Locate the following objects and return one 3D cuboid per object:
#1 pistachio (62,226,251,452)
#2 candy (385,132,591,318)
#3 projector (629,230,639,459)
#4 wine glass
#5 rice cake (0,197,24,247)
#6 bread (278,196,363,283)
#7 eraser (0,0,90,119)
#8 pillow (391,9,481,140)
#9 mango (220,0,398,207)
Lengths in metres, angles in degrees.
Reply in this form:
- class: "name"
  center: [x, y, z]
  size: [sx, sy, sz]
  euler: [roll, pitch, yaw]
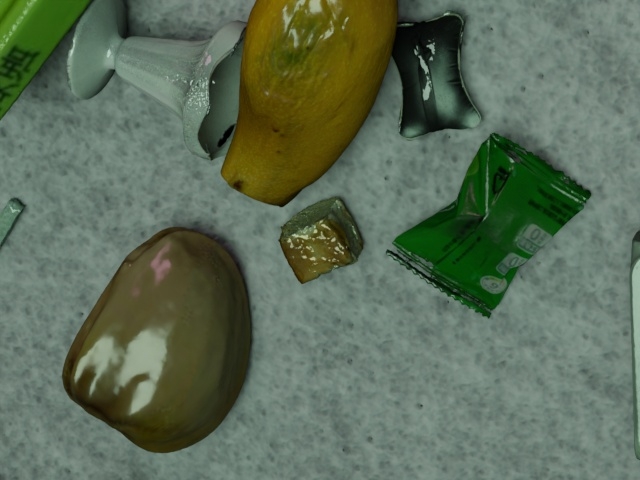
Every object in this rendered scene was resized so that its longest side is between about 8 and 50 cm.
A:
- class: "pistachio"
  center: [-0.175, 0.120, 1.943]
  size: [0.213, 0.163, 0.260]
  euler: [29, 91, -32]
- class: "candy"
  center: [0.186, -0.016, 1.838]
  size: [0.141, 0.078, 0.203]
  euler: [40, 116, 5]
- class: "projector"
  center: [0.442, 0.115, 1.777]
  size: [0.198, 0.108, 0.250]
  euler: [-1, 101, 17]
- class: "wine glass"
  center: [-0.174, -0.193, 1.867]
  size: [0.196, 0.165, 0.165]
  euler: [20, 108, 19]
- class: "rice cake"
  center: [-0.406, 0.000, 2.045]
  size: [0.022, 0.021, 0.121]
  euler: [34, 112, 1]
- class: "bread"
  center: [0.001, 0.000, 1.899]
  size: [0.083, 0.076, 0.070]
  euler: [-23, 107, 20]
- class: "eraser"
  center: [-0.352, -0.297, 1.875]
  size: [0.274, 0.092, 0.210]
  euler: [-47, 51, 21]
- class: "pillow"
  center: [0.124, -0.184, 1.828]
  size: [0.091, 0.055, 0.135]
  euler: [-15, 103, -13]
- class: "mango"
  center: [-0.011, -0.183, 1.789]
  size: [0.144, 0.187, 0.359]
  euler: [42, 140, 22]
